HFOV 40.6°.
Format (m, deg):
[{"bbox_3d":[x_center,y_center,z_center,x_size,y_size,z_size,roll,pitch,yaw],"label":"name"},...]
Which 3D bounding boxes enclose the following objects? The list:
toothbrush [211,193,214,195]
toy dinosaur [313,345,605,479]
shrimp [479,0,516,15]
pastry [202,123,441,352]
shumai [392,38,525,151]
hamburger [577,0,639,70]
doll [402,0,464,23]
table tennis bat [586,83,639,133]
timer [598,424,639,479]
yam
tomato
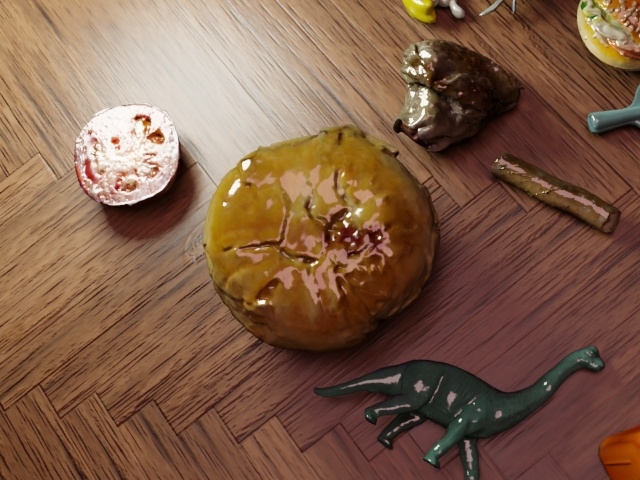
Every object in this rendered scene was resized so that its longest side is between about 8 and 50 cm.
[{"bbox_3d":[-0.167,-0.078,1.677,0.097,0.008,0.006,15,90,15],"label":"toothbrush"},{"bbox_3d":[0.235,0.226,1.462,0.383,0.129,0.331,31,71,20],"label":"toy dinosaur"},{"bbox_3d":[0.283,-0.576,1.647,0.221,0.166,0.410,-26,66,-29],"label":"shrimp"},{"bbox_3d":[0.000,0.000,1.490,0.410,0.245,0.409,-2,75,9],"label":"pastry"},{"bbox_3d":[0.225,-0.259,1.596,0.185,0.218,0.184,-52,60,35],"label":"shumai"},{"bbox_3d":[0.577,-0.407,1.546,0.237,0.147,0.237,-3,72,8],"label":"hamburger"},{"bbox_3d":[0.223,-0.471,1.693,0.135,0.071,0.113,30,64,10],"label":"doll"},{"bbox_3d":[0.598,-0.230,1.546,0.237,0.038,0.149,-12,73,4],"label":"table tennis bat"},{"bbox_3d":[0.607,0.377,1.319,0.250,0.161,0.257,-18,69,-10],"label":"timer"},{"bbox_3d":[0.415,-0.086,1.529,0.241,0.057,0.057,31,82,18],"label":"yam"},{"bbox_3d":[-0.369,-0.159,1.706,0.225,0.085,0.225,-3,71,8],"label":"tomato"}]
